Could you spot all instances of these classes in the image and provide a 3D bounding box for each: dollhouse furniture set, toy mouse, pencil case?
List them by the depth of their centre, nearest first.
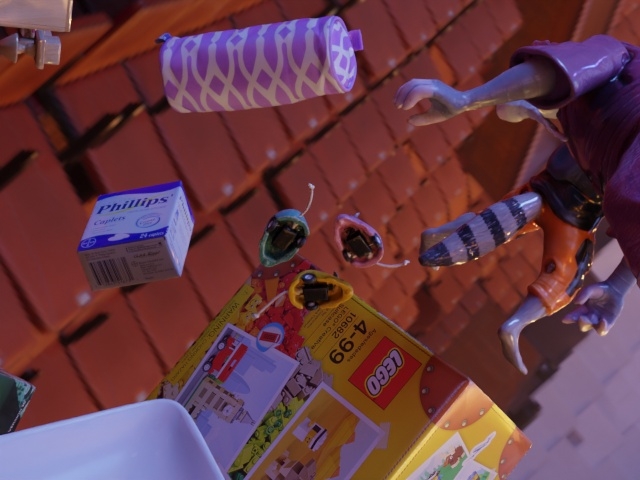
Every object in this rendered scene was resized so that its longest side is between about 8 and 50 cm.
[{"bbox_3d":[0.000,0.000,1.048,0.161,0.143,0.031,-8,-147,7],"label":"toy mouse"},{"bbox_3d":[-0.065,-0.180,1.142,0.206,0.086,0.088,-2,-163,19],"label":"pencil case"},{"bbox_3d":[-0.461,-0.435,1.593,0.355,0.173,0.303,-120,-142,-53],"label":"dollhouse furniture set"}]

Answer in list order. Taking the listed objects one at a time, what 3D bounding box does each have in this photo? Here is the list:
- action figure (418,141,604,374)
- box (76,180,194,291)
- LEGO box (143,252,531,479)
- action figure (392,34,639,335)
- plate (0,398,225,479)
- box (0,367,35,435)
[{"bbox_3d":[0.278,-0.024,1.095,0.330,0.178,0.341,-43,-149,6],"label":"action figure"},{"bbox_3d":[-0.245,-0.007,1.486,0.126,0.072,0.137,-9,-147,9],"label":"box"},{"bbox_3d":[-0.060,0.308,1.331,0.500,0.193,0.372,-50,-135,-5],"label":"LEGO box"},{"bbox_3d":[0.239,-0.069,0.760,0.275,0.248,0.370,-38,-142,11],"label":"action figure"},{"bbox_3d":[-0.146,0.193,0.473,0.277,0.045,0.278,-11,-145,-24],"label":"plate"},{"bbox_3d":[-0.350,0.060,0.771,0.322,0.232,0.058,87,28,-78],"label":"box"}]
